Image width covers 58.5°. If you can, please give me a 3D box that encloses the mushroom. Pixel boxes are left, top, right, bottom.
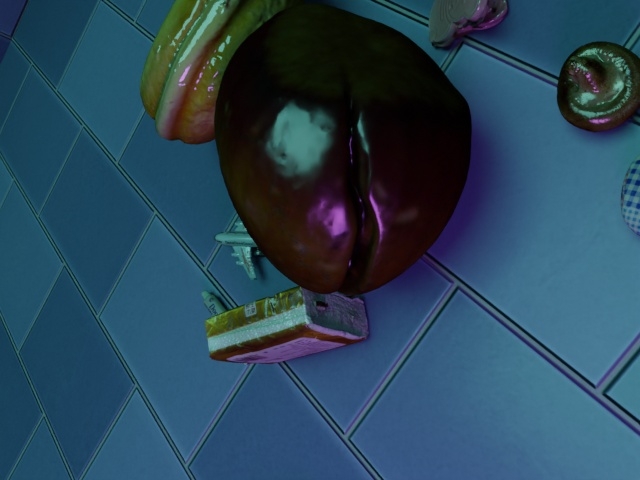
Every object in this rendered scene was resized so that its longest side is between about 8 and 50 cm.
[{"bbox_3d":[0.381,-0.212,0.787,0.109,0.085,0.126,15,87,4],"label":"mushroom"}]

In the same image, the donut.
[{"bbox_3d":[-0.183,-0.380,1.093,0.449,0.198,0.449,-55,11,17],"label":"donut"}]

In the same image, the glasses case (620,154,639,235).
[{"bbox_3d":[0.521,-0.048,0.645,0.327,0.076,0.125,8,84,38],"label":"glasses case"}]

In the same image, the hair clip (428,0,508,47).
[{"bbox_3d":[0.223,-0.382,0.932,0.138,0.102,0.123,-11,71,36],"label":"hair clip"}]

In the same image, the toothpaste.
[{"bbox_3d":[-0.193,0.171,1.181,0.197,0.029,0.048,46,109,32],"label":"toothpaste"}]

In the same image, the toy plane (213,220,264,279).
[{"bbox_3d":[-0.146,-0.002,1.158,0.171,0.065,0.162,0,81,40],"label":"toy plane"}]

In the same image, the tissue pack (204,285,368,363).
[{"bbox_3d":[-0.055,0.152,0.978,0.226,0.183,0.092,-24,66,31],"label":"tissue pack"}]

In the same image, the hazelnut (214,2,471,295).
[{"bbox_3d":[0.034,-0.141,0.872,0.402,0.402,0.429,-50,48,18],"label":"hazelnut"}]
